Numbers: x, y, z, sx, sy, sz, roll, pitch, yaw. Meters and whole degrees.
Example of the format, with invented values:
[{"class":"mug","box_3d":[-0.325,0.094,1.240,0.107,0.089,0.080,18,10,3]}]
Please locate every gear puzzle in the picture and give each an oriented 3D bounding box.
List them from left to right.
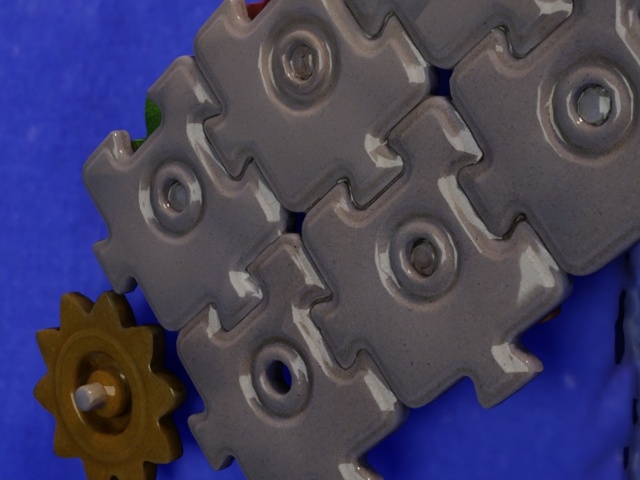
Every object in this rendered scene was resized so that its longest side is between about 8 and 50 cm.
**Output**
[{"class":"gear puzzle","box_3d":[0.000,0.000,0.537,0.339,0.044,0.175,-43,70,35]}]
